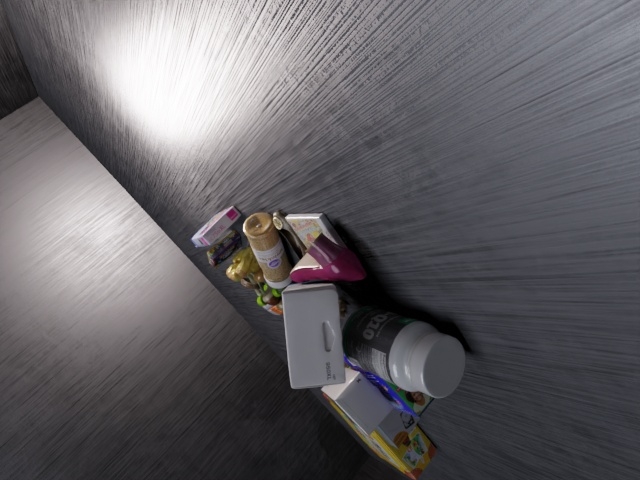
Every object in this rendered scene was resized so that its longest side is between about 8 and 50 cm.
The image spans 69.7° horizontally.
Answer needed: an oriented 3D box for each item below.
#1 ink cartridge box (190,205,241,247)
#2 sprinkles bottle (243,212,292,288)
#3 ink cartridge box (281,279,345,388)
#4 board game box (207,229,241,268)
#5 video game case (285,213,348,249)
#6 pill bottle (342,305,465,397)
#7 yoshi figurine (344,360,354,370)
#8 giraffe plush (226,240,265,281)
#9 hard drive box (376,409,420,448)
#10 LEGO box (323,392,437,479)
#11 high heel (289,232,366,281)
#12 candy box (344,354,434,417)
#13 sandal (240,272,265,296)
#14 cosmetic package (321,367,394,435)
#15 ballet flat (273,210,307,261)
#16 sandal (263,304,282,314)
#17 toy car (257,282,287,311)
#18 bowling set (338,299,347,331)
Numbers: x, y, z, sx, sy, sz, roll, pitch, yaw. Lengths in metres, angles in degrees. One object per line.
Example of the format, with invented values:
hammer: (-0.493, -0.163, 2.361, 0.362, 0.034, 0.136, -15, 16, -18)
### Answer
ink cartridge box: (-0.469, -0.054, 2.013, 0.065, 0.186, 0.311, 48, 159, -13)
sprinkles bottle: (-0.197, 0.047, 1.790, 0.121, 0.121, 0.356, 32, 155, 30)
ink cartridge box: (-0.022, 0.281, 1.487, 0.395, 0.166, 0.286, 112, 152, -87)
board game box: (-0.453, 0.043, 2.179, 0.048, 0.170, 0.141, 43, 159, 10)
video game case: (0.000, 0.000, 1.479, 0.206, 0.026, 0.227, 54, 157, -21)
pill bottle: (0.241, 0.329, 1.388, 0.361, 0.204, 0.204, 7, 137, 57)
yoshi figurine: (0.042, 0.615, 2.282, 0.362, 0.203, 0.204, 27, 159, 45)
giraffe plush: (-0.285, 0.112, 2.020, 0.170, 0.210, 0.181, 36, 168, -25)
hard drive box: (0.319, 0.799, 2.114, 0.232, 0.181, 0.089, 50, 158, -13)
LEGO box: (0.296, 0.928, 2.364, 0.500, 0.193, 0.372, 52, 158, -16)
high heel: (0.014, 0.108, 1.453, 0.181, 0.127, 0.377, 40, 161, 2)
candy box: (0.259, 0.530, 1.822, 0.317, 0.122, 0.268, 45, 161, -1)
sandal: (-0.375, 0.228, 2.481, 0.120, 0.086, 0.303, 23, 149, 44)
cosmetic package: (0.141, 0.645, 1.892, 0.197, 0.155, 0.365, 45, 167, 4)
ballet flat: (-0.092, 0.005, 1.611, 0.084, 0.058, 0.250, 7, 137, 57)
sandal: (-0.197, 0.301, 2.325, 0.101, 0.076, 0.265, 36, 140, -14)
toy car: (-0.157, 0.259, 2.054, 0.188, 0.149, 0.155, 40, 136, -16)
bowling set: (0.032, 0.258, 1.773, 0.287, 0.154, 0.200, 31, 136, 36)
